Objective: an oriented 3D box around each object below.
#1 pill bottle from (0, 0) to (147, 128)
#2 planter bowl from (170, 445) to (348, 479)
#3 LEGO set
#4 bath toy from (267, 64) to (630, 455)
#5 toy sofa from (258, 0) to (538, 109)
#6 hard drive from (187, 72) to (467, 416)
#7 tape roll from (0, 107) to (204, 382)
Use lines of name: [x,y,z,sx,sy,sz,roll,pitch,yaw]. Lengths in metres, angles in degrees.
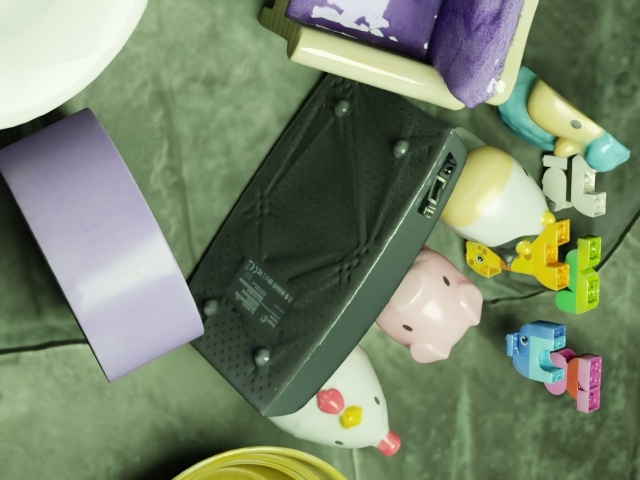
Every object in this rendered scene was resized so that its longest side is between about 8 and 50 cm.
pill bottle: [-0.258,-0.212,1.010,0.224,0.392,0.224,-8,110,-24]
planter bowl: [-0.072,0.254,1.399,0.217,0.090,0.217,-5,108,-17]
LEGO set: [0.177,0.033,1.426,0.087,0.093,0.227,-14,109,-48]
bath toy: [0.090,0.030,1.340,0.129,0.151,0.348,40,95,11]
toy sofa: [0.094,-0.287,1.237,0.150,0.177,0.363,15,102,-22]
hard drive: [0.000,0.000,1.304,0.054,0.172,0.255,29,96,-42]
tape roll: [-0.162,0.003,1.233,0.080,0.189,0.189,-28,114,-10]
